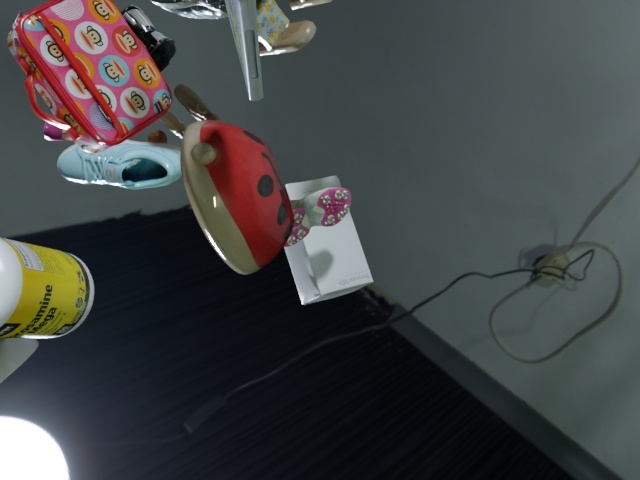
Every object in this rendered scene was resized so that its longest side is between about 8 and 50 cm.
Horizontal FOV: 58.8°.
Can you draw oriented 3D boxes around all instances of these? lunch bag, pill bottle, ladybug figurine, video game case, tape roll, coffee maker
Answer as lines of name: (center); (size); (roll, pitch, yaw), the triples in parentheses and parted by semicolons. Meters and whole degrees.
lunch bag: (-0.473, -0.333, 1.148); (0.120, 0.258, 0.293); (-8, 121, 47)
pill bottle: (-0.603, 0.092, 1.079); (0.188, 0.188, 0.334); (59, -175, 14)
ladybug figurine: (-0.158, -0.093, 1.184); (0.449, 0.161, 0.305); (66, -171, -75)
video game case: (-0.111, -0.326, 0.743); (0.193, 0.023, 0.212); (98, 159, -69)
tape roll: (-0.824, 0.331, 1.269); (0.392, 0.392, 0.072); (-12, 116, 54)
coffee maker: (-0.538, -0.574, 1.685); (0.178, 0.120, 0.171); (48, 116, 18)

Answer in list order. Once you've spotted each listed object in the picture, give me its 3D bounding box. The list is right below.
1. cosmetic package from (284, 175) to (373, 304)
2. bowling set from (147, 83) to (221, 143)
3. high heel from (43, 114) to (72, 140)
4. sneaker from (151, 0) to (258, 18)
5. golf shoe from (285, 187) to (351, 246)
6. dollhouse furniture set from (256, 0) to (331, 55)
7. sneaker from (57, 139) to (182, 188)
cosmetic package: (0.000, 0.000, 1.892); (0.156, 0.217, 0.385); (-39, 69, 57)
bowling set: (-0.376, -0.308, 1.633); (0.154, 0.200, 0.287); (43, -176, -1)
high heel: (-0.788, -0.348, 1.822); (0.244, 0.117, 0.082); (-95, 18, -82)
sneaker: (-0.253, -0.571, 1.325); (0.283, 0.122, 0.110); (10, 92, 6)
golf shoe: (-0.044, -0.086, 1.577); (0.140, 0.306, 0.115); (20, 123, 41)
dollhouse furniture set: (-0.049, -0.592, 0.969); (0.256, 0.394, 0.362); (14, 156, 48)
sneaker: (-0.551, -0.205, 1.533); (0.150, 0.365, 0.135); (-83, -11, -69)
